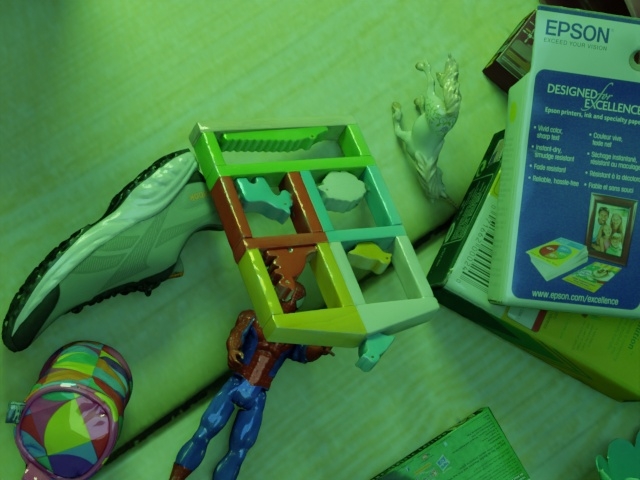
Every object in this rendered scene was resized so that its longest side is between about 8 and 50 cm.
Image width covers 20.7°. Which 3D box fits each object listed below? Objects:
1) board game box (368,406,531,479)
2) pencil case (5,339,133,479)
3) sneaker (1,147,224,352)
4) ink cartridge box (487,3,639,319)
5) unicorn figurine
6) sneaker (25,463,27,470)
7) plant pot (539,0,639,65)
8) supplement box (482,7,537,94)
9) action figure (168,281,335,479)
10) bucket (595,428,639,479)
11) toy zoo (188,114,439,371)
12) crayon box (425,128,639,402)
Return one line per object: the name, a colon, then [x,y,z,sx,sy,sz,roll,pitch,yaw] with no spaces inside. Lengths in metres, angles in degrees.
board game box: [0.104,0.299,1.843,0.259,0.030,0.136,-30,89,-16]
pencil case: [-0.235,0.161,1.667,0.104,0.236,0.104,0,97,0]
sneaker: [-0.206,0.024,1.763,0.271,0.100,0.108,-41,99,-16]
ink cartridge box: [0.335,-0.071,1.821,0.303,0.072,0.307,7,89,-15]
unicorn figurine: [0.117,-0.116,1.866,0.060,0.162,0.111,-10,58,-10]
sneaker: [-0.303,0.343,1.694,0.162,0.106,0.281,-7,85,-12]
plant pot: [0.351,-0.299,1.888,0.180,0.201,0.201,-33,92,-13]
supplement box: [0.223,-0.209,1.924,0.043,0.055,0.083,39,75,-5]
action figure: [-0.072,0.162,1.763,0.091,0.139,0.280,27,75,-11]
bucket: [0.430,0.286,1.806,0.281,0.281,0.183,-16,95,-16]
toy zoo: [0.000,0.000,1.766,0.192,0.030,0.293,-5,58,-30]
crayon box: [0.291,0.040,1.892,0.318,0.081,0.202,30,76,-11]
